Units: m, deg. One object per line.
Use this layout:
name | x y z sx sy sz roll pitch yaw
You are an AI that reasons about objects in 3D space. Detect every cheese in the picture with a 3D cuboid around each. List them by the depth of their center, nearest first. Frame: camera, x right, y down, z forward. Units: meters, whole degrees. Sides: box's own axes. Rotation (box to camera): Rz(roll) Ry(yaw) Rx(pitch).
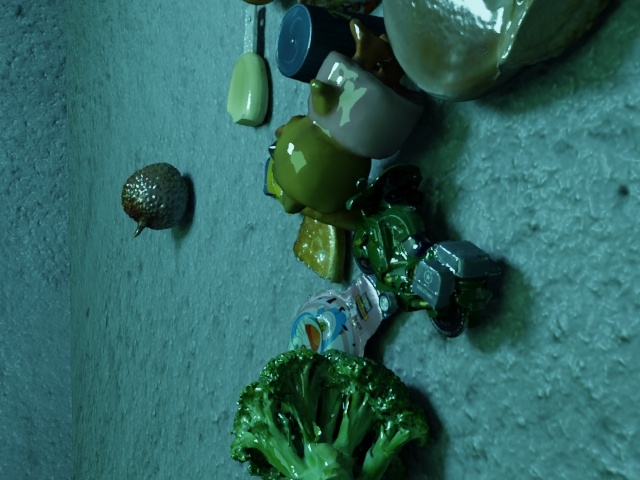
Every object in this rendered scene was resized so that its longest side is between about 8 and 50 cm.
cheese | 0.029 0.143 1.130 0.286 0.074 0.189 -49 49 34
cheese | -0.060 -0.123 1.303 0.250 0.064 0.156 -171 86 -67
cheese | -0.146 -0.357 1.475 0.127 0.050 0.255 -6 80 59

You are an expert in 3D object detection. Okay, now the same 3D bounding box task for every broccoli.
broccoli | 0.007 0.276 0.999 0.261 0.269 0.241 -46 21 17

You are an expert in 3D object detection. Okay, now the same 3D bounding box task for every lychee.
lychee | -0.403 -0.096 1.747 0.165 0.165 0.197 -17 47 56

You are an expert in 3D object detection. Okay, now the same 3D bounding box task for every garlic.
garlic | 0.186 -0.306 0.866 0.325 0.132 0.279 56 132 41

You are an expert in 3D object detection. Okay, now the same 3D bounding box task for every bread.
bread | 0.002 -0.077 1.134 0.054 0.136 0.154 105 154 -50

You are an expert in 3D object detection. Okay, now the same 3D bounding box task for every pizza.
pizza | 0.000 0.000 1.216 0.131 0.041 0.178 -45 51 43

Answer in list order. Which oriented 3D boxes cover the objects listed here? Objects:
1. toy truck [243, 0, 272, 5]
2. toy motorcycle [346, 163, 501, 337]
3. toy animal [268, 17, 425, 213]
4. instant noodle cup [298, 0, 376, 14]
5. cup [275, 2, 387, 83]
toy truck | -0.167 -0.574 1.344 0.189 0.265 0.239 -28 54 55
toy motorcycle | 0.125 0.005 0.954 0.275 0.125 0.187 40 130 49
toy animal | 0.030 -0.152 1.025 0.281 0.195 0.169 -47 59 23
instant noodle cup | 0.027 -0.438 1.155 0.127 0.127 0.135 -27 56 54
cup | 0.012 -0.297 1.118 0.176 0.155 0.131 30 111 53
